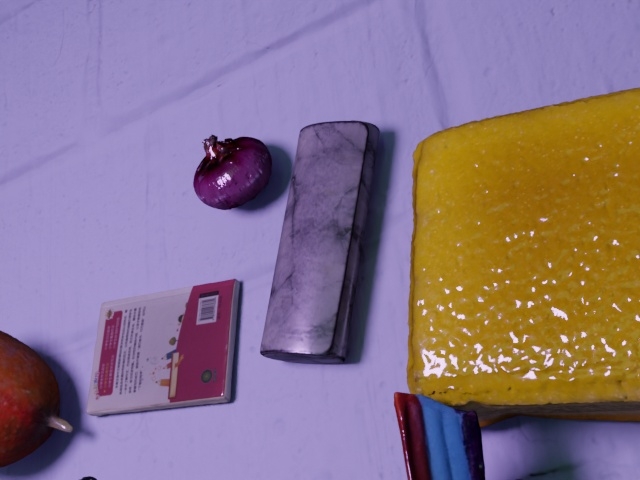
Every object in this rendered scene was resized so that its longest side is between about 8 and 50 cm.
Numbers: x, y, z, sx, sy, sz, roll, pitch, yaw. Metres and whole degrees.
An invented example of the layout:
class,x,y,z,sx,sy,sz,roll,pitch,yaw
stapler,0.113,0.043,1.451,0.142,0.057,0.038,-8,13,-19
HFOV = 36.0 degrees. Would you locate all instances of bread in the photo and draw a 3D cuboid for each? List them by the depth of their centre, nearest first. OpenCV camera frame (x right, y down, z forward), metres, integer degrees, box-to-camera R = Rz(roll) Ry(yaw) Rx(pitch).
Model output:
class,x,y,z,sx,sy,sz,roll,pitch,yaw
bread,0.251,0.018,0.980,0.333,0.143,0.323,-7,65,31

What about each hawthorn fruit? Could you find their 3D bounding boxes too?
class,x,y,z,sx,sy,sz,roll,pitch,yaw
hawthorn fruit,-0.441,0.223,1.331,0.251,0.199,0.199,13,77,22

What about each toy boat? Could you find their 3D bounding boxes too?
class,x,y,z,sx,sy,sz,roll,pitch,yaw
toy boat,0.119,0.335,0.910,0.080,0.136,0.391,-3,85,2

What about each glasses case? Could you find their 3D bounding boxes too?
class,x,y,z,sx,sy,sz,roll,pitch,yaw
glasses case,0.000,0.000,1.203,0.114,0.060,0.299,-3,69,32

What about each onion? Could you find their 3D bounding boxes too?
class,x,y,z,sx,sy,sz,roll,pitch,yaw
onion,-0.118,-0.094,1.297,0.115,0.104,0.115,-30,20,12

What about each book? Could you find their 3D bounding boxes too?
class,x,y,z,sx,sy,sz,roll,pitch,yaw
book,-0.209,0.143,1.303,0.232,0.022,0.162,-12,62,29

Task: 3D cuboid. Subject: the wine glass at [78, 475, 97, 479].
class,x,y,z,sx,sy,sz,roll,pitch,yaw
wine glass,-0.291,0.395,1.201,0.122,0.122,0.182,38,99,38
